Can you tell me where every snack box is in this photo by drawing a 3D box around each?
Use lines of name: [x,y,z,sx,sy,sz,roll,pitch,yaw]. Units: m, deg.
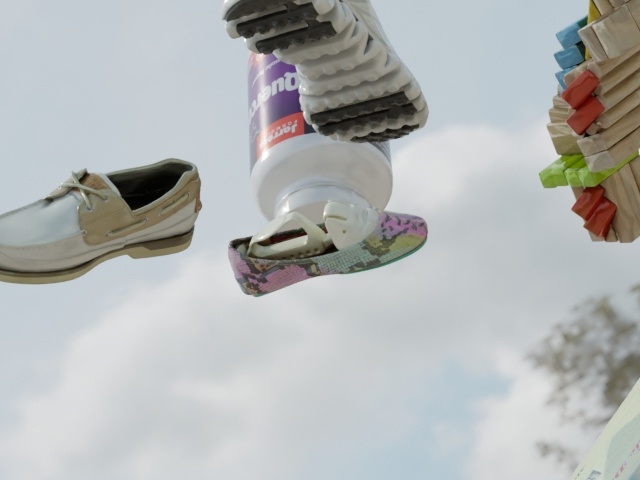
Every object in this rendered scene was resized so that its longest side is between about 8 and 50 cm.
snack box: [0.360,0.190,2.064,0.322,0.060,0.187,-54,5,-5]

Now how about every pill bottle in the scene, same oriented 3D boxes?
pill bottle: [-0.002,-0.130,2.544,0.182,0.323,0.181,-2,-41,-2]

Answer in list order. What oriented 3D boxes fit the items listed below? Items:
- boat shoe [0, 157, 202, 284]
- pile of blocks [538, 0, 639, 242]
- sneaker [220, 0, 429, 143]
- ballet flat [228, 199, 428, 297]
boat shoe: [-0.264,-0.031,2.245,0.302,0.113,0.103,-16,-47,-44]
pile of blocks: [0.291,-0.139,2.201,0.113,0.149,0.362,-34,-46,-34]
sneaker: [0.014,-0.177,1.678,0.110,0.118,0.292,-11,-29,20]
ballet flat: [0.000,0.000,2.074,0.222,0.077,0.079,-15,-57,24]
